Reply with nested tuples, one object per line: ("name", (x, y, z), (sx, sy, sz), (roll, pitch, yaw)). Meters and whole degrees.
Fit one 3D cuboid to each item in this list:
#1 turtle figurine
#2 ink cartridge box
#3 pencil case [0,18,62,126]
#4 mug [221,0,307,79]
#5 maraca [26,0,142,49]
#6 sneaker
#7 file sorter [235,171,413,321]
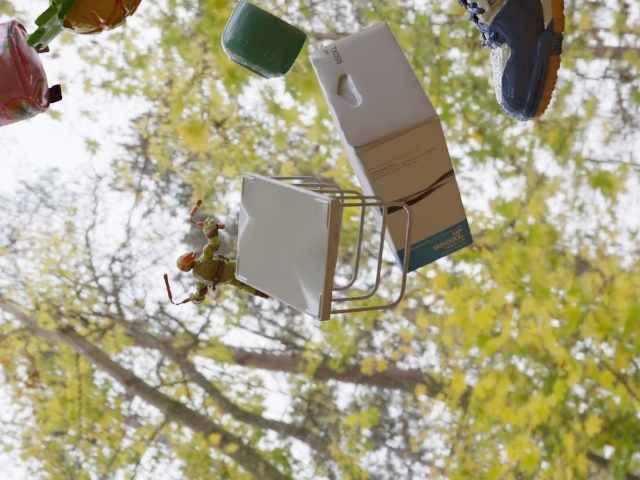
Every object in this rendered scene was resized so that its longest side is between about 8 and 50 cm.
("turtle figurine", (-0.196, 0.049, 1.855), (0.217, 0.087, 0.269), (10, -57, -14))
("ink cartridge box", (0.140, -0.170, 1.765), (0.166, 0.285, 0.395), (-24, -38, 2))
("pencil case", (-0.473, -0.184, 1.128), (0.124, 0.284, 0.124), (-15, -90, -88))
("mug", (-0.098, -0.330, 1.552), (0.097, 0.129, 0.158), (-62, -3, 7))
("maraca", (-0.276, -0.290, 1.091), (0.099, 0.127, 0.186), (42, -126, -3))
("sneaker", (0.152, -0.257, 0.876), (0.112, 0.131, 0.296), (174, 90, -85))
("file sorter", (0.000, 0.000, 1.563), (0.173, 0.277, 0.193), (-3, -76, -35))
